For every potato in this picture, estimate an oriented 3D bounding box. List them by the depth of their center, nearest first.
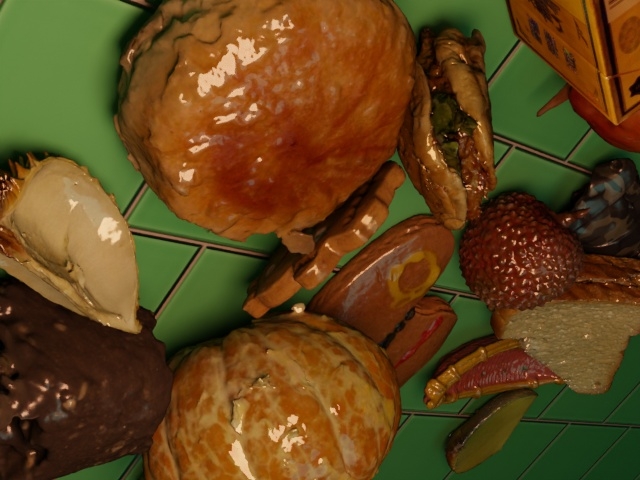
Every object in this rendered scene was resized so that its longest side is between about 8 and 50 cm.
[{"bbox_3d":[0.292,0.322,1.950,0.198,0.054,0.119,-50,138,9],"label":"potato"}]

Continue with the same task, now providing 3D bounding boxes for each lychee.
[{"bbox_3d":[0.278,0.008,1.501,0.197,0.165,0.165,-45,143,17],"label":"lychee"}]

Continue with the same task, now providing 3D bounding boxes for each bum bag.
[{"bbox_3d":[0.451,-0.012,1.684,0.144,0.095,0.340,-42,146,8],"label":"bum bag"}]

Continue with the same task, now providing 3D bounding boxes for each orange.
[{"bbox_3d":[-0.062,0.219,1.355,0.329,0.249,0.329,-22,-177,1],"label":"orange"}]

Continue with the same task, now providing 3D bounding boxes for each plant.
[{"bbox_3d":[-0.305,0.152,1.157,0.276,0.199,0.188,4,133,-40],"label":"plant"}]

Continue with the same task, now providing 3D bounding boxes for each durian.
[{"bbox_3d":[-0.260,-0.003,1.072,0.144,0.139,0.252,-39,137,-5],"label":"durian"}]

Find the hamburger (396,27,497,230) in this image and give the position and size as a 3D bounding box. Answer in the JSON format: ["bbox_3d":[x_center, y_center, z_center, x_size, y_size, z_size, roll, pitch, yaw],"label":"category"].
[{"bbox_3d":[0.128,-0.122,1.224,0.130,0.206,0.183,-8,143,9],"label":"hamburger"}]

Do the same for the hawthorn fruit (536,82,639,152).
[{"bbox_3d":[0.396,-0.194,1.362,0.262,0.210,0.210,-15,140,-9],"label":"hawthorn fruit"}]

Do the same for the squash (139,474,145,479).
[{"bbox_3d":[-0.149,0.329,1.584,0.239,0.069,0.069,-8,135,-33],"label":"squash"}]

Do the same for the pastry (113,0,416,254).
[{"bbox_3d":[-0.053,-0.136,1.099,0.330,0.136,0.329,-21,142,-18],"label":"pastry"}]

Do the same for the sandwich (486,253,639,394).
[{"bbox_3d":[0.366,0.128,1.708,0.254,0.099,0.288,1,143,-6],"label":"sandwich"}]

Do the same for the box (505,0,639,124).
[{"bbox_3d":[0.259,-0.280,1.149,0.084,0.193,0.301,-35,144,-1],"label":"box"}]

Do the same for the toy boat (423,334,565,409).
[{"bbox_3d":[0.278,0.208,1.780,0.318,0.099,0.141,-3,132,-33],"label":"toy boat"}]

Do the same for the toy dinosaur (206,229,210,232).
[{"bbox_3d":[-0.095,-0.032,1.275,0.083,0.021,0.062,-36,131,0],"label":"toy dinosaur"}]

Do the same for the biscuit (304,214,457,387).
[{"bbox_3d":[0.108,0.105,1.546,0.262,0.052,0.277,-39,139,5],"label":"biscuit"}]

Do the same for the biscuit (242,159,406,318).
[{"bbox_3d":[-0.002,-0.002,1.273,0.249,0.035,0.184,-36,-163,42],"label":"biscuit"}]
